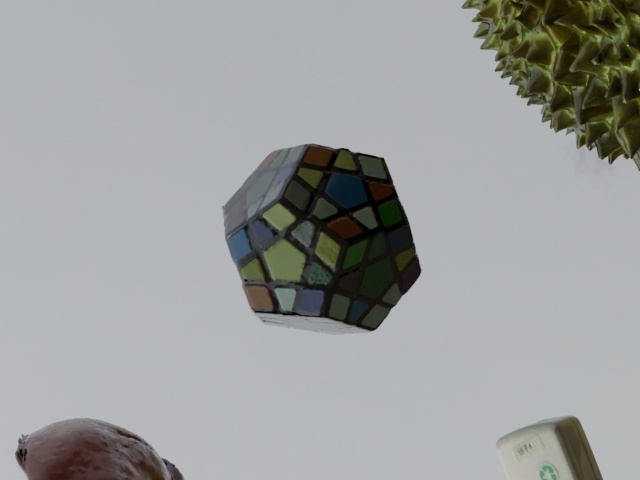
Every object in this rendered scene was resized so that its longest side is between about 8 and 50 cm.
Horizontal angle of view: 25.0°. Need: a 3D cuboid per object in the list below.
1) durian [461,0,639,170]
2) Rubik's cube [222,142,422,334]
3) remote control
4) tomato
[{"bbox_3d":[0.188,-0.147,0.838,0.200,0.176,0.236,-28,-97,-16],"label":"durian"},{"bbox_3d":[0.000,0.000,0.918,0.133,0.112,0.133,9,-125,-12],"label":"Rubik's cube"},{"bbox_3d":[0.219,0.268,1.240,0.049,0.090,0.230,-13,-100,-38],"label":"remote control"},{"bbox_3d":[-0.112,0.213,0.939,0.101,0.228,0.228,-23,-70,0],"label":"tomato"}]
